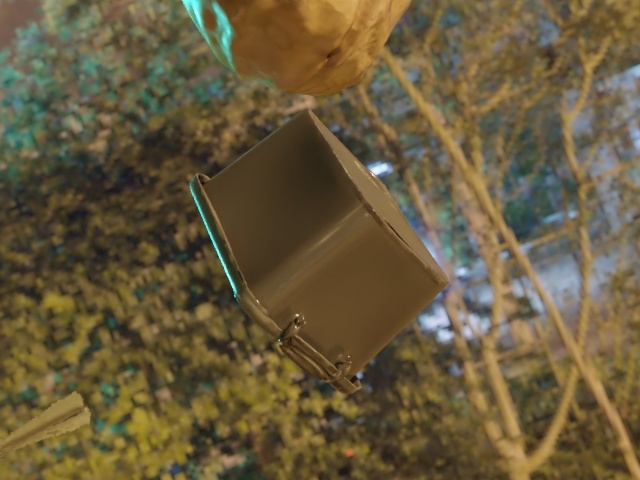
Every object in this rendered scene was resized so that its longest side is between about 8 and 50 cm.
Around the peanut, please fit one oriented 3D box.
[{"bbox_3d":[-0.009,-0.117,0.418,0.080,0.174,0.080,3,-32,2],"label":"peanut"}]

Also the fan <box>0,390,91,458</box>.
[{"bbox_3d":[-0.380,0.239,1.179,0.415,0.233,0.012,-32,14,-28],"label":"fan"}]

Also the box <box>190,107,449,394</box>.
[{"bbox_3d":[0.000,0.000,1.190,0.135,0.163,0.243,-40,35,9],"label":"box"}]
